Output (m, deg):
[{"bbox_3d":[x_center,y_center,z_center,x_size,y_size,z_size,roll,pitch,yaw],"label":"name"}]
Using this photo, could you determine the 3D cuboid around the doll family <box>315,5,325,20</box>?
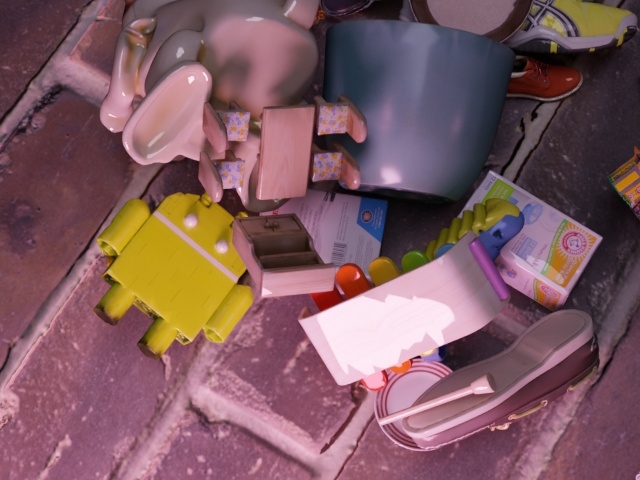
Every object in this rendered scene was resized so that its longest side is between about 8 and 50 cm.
[{"bbox_3d":[-0.044,-0.441,2.035,0.118,0.163,0.263,-21,40,-11],"label":"doll family"}]

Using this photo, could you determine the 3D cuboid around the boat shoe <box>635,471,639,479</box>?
[{"bbox_3d":[0.497,0.353,1.802,0.081,0.079,0.227,36,69,22],"label":"boat shoe"}]

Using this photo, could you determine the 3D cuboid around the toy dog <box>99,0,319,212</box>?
[{"bbox_3d":[-0.186,-0.296,1.906,0.284,0.408,0.395,13,110,-31],"label":"toy dog"}]

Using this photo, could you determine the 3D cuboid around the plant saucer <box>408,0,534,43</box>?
[{"bbox_3d":[0.236,-0.392,1.951,0.198,0.036,0.198,0,90,11],"label":"plant saucer"}]

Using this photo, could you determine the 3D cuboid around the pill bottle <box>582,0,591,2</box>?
[{"bbox_3d":[0.450,-0.588,2.075,0.204,0.204,0.361,22,71,9],"label":"pill bottle"}]

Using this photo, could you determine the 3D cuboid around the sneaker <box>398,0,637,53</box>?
[{"bbox_3d":[0.320,-0.377,2.011,0.385,0.145,0.147,4,99,1],"label":"sneaker"}]

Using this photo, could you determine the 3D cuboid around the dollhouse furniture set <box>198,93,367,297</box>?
[{"bbox_3d":[-0.047,-0.067,1.742,0.212,0.242,0.161,-5,31,-20],"label":"dollhouse furniture set"}]

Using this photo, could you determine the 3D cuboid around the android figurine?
[{"bbox_3d":[-0.213,0.040,1.894,0.248,0.056,0.273,42,66,-9],"label":"android figurine"}]

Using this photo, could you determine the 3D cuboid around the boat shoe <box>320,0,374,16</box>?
[{"bbox_3d":[0.090,-0.441,2.024,0.095,0.254,0.079,52,32,-13],"label":"boat shoe"}]

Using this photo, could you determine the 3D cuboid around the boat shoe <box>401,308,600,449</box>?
[{"bbox_3d":[0.271,0.221,1.827,0.324,0.097,0.116,-31,28,-14],"label":"boat shoe"}]

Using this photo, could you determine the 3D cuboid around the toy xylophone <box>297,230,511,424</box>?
[{"bbox_3d":[0.119,0.129,1.774,0.323,0.081,0.236,-17,105,26],"label":"toy xylophone"}]

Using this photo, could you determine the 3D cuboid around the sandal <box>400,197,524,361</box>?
[{"bbox_3d":[0.196,0.066,1.837,0.138,0.317,0.126,42,32,-1],"label":"sandal"}]

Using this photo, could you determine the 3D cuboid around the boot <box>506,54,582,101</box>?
[{"bbox_3d":[0.351,-0.267,2.023,0.158,0.084,0.059,-3,68,-2],"label":"boot"}]

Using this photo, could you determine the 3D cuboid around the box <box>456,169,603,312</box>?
[{"bbox_3d":[0.312,0.003,1.913,0.203,0.103,0.114,33,74,12],"label":"box"}]

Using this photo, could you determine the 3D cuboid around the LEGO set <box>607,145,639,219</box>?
[{"bbox_3d":[0.597,-0.033,1.839,0.192,0.255,0.331,-39,59,16],"label":"LEGO set"}]

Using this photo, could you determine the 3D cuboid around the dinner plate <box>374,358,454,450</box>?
[{"bbox_3d":[0.151,0.246,1.872,0.141,0.017,0.141,0,71,0],"label":"dinner plate"}]

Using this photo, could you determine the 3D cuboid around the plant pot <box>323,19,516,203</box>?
[{"bbox_3d":[0.134,-0.183,1.897,0.293,0.293,0.235,9,86,4],"label":"plant pot"}]

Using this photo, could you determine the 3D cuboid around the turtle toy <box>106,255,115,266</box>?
[{"bbox_3d":[-0.288,0.038,1.928,0.095,0.066,0.130,21,70,-18],"label":"turtle toy"}]

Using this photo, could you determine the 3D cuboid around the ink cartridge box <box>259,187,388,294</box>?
[{"bbox_3d":[0.000,0.000,1.927,0.191,0.082,0.139,9,66,5],"label":"ink cartridge box"}]
